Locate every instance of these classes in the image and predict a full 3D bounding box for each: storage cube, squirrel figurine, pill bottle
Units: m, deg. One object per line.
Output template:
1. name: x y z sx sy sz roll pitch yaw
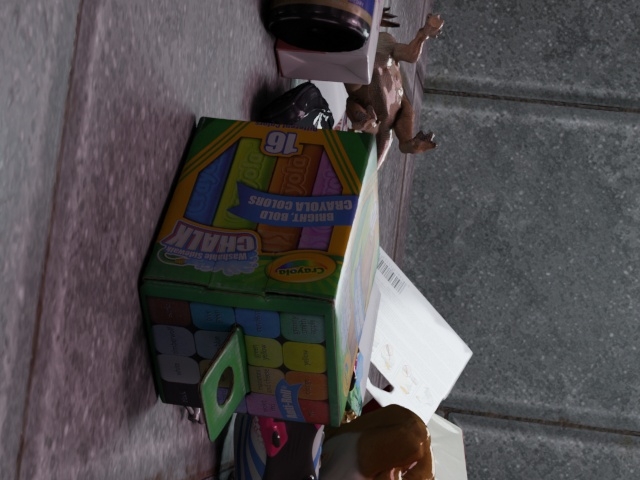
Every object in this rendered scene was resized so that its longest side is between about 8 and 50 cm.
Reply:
1. storage cube: 0.128 0.406 2.514 0.193 0.183 0.215 -44 -156 28
2. squirrel figurine: 0.111 0.435 2.037 0.281 0.370 0.397 -42 -168 -3
3. pill bottle: 0.011 -0.340 1.666 0.123 0.123 0.219 59 38 -77

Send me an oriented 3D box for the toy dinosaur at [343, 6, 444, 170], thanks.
1. toy dinosaur: 0.068 -0.208 1.890 0.200 0.127 0.296 -149 -124 -69

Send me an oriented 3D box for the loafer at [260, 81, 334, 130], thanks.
1. loafer: -0.019 -0.144 1.722 0.078 0.076 0.223 58 9 -1

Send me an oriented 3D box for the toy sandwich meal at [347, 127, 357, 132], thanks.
1. toy sandwich meal: 0.047 -0.168 2.382 0.085 0.029 0.085 6 90 -82

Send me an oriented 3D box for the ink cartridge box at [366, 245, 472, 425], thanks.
1. ink cartridge box: 0.119 0.185 2.491 0.060 0.275 0.239 -25 -158 49

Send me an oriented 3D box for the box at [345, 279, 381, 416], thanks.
1. box: 0.027 0.120 2.238 0.322 0.058 0.232 62 35 -60

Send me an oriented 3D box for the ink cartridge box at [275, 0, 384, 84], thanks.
1. ink cartridge box: 0.018 -0.297 1.778 0.067 0.115 0.198 80 17 -61

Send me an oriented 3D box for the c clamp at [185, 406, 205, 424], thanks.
1. c clamp: -0.116 0.124 1.498 0.137 0.022 0.161 85 14 -59

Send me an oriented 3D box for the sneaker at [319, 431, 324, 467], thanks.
1. sneaker: -0.041 0.280 1.906 0.228 0.092 0.087 39 57 -82

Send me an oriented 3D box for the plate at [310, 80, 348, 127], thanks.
1. plate: 0.031 -0.330 2.094 0.278 0.045 0.277 74 23 -71

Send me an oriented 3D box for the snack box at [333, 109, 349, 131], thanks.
1. snack box: 0.022 -0.134 2.260 0.064 0.022 0.178 80 18 -67

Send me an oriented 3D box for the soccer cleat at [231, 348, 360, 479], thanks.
1. soccer cleat: -0.048 0.192 1.656 0.143 0.116 0.331 49 -46 48

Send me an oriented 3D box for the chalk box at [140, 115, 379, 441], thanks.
1. chalk box: -0.054 0.049 1.322 0.180 0.179 0.289 87 12 -47
